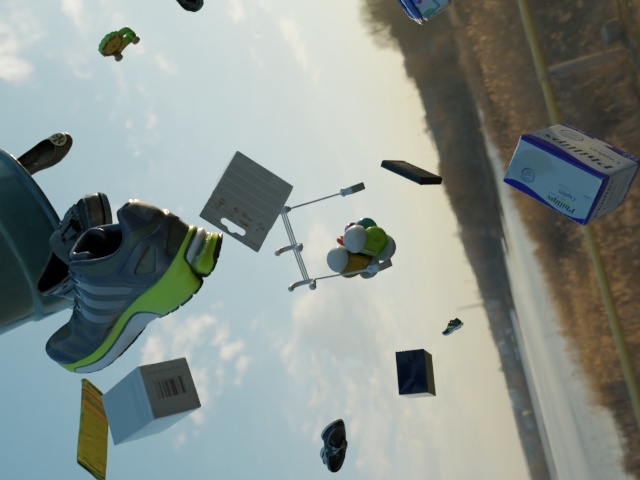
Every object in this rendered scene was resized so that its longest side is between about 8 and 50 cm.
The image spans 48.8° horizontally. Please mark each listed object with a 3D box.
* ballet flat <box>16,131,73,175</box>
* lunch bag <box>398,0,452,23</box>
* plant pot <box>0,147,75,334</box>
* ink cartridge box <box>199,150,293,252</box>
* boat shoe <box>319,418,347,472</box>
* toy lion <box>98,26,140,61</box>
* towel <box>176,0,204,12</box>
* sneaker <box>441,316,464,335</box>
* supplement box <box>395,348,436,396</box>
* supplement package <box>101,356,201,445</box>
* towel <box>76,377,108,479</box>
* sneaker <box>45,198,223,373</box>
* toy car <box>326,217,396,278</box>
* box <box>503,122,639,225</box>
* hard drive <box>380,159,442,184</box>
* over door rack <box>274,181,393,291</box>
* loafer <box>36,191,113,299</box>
[{"bbox_3d":[-0.815,-0.230,1.999,0.084,0.250,0.058,45,163,23],"label":"ballet flat"},{"bbox_3d":[0.160,-0.520,1.333,0.219,0.090,0.176,56,-163,-7],"label":"lunch bag"},{"bbox_3d":[-0.648,0.056,1.228,0.334,0.341,0.341,-34,-64,-34],"label":"plant pot"},{"bbox_3d":[-0.203,-0.101,1.892,0.189,0.066,0.232,32,-114,-13],"label":"ink cartridge box"},{"bbox_3d":[0.024,0.339,1.161,0.038,0.046,0.125,56,149,38],"label":"boat shoe"},{"bbox_3d":[-0.506,-0.494,1.756,0.034,0.100,0.096,44,177,9],"label":"toy lion"},{"bbox_3d":[-0.310,-0.505,0.992,0.370,0.040,0.271,56,-172,27],"label":"towel"},{"bbox_3d":[0.391,0.255,2.109,0.035,0.083,0.031,51,-142,1],"label":"sneaker"},{"bbox_3d":[0.182,0.255,1.343,0.083,0.056,0.083,39,-135,-64],"label":"supplement box"},{"bbox_3d":[-0.325,0.306,1.341,0.105,0.179,0.105,-5,-114,-44],"label":"supplement package"},{"bbox_3d":[-0.522,0.429,1.612,0.102,0.021,0.237,59,-172,-39],"label":"towel"},{"bbox_3d":[-0.241,0.049,0.811,0.121,0.300,0.111,40,-148,-19],"label":"sneaker"},{"bbox_3d":[0.104,0.013,1.931,0.159,0.182,0.136,15,-143,-34],"label":"toy car"},{"bbox_3d":[0.341,-0.094,0.951,0.137,0.126,0.072,-21,-44,-44],"label":"box"},{"bbox_3d":[0.234,-0.175,1.809,0.094,0.135,0.022,-5,-63,-46],"label":"hard drive"},{"bbox_3d":[0.000,0.000,1.885,0.108,0.324,0.239,-28,-80,-55],"label":"over door rack"},{"bbox_3d":[-0.372,0.022,1.060,0.267,0.084,0.096,-53,50,50],"label":"loafer"}]
